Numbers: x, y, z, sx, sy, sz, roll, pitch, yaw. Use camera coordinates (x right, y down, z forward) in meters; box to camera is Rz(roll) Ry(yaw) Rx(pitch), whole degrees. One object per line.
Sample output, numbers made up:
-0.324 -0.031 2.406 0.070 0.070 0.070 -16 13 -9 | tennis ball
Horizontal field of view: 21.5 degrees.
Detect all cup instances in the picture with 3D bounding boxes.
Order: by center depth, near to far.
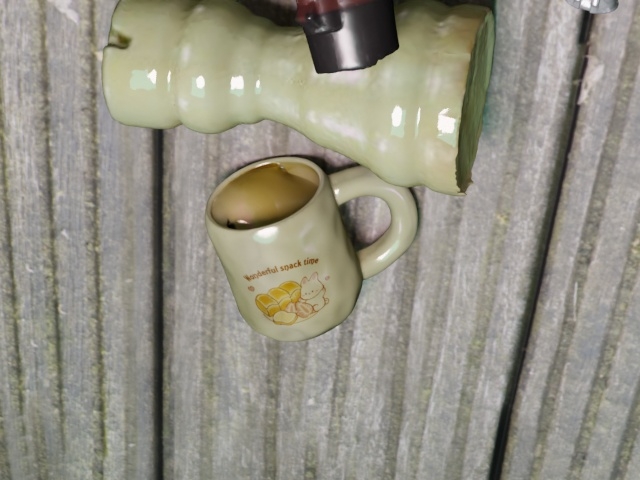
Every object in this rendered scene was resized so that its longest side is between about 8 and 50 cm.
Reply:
-0.013 -0.006 2.233 0.173 0.255 0.202 31 149 48 | cup

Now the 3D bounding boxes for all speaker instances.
0.014 -0.366 1.839 0.198 0.259 0.330 -10 109 16 | speaker

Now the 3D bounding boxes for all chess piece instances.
-0.027 -0.194 1.998 0.442 0.234 0.234 9 132 10 | chess piece

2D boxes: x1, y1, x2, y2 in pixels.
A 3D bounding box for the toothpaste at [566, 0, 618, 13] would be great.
0.330 -0.395 1.850 0.114 0.073 0.299 12 125 3 | toothpaste
